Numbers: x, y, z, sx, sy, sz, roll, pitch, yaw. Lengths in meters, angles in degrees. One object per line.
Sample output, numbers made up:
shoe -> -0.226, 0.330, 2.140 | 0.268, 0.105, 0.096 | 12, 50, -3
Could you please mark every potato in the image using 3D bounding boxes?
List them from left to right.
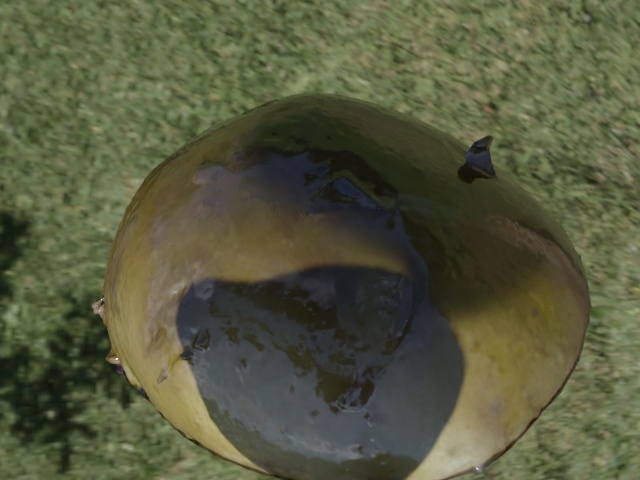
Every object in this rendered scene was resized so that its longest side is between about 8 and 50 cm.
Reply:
potato -> 0.000, 0.000, 0.836 | 0.299, 0.116, 0.239 | 26, 59, 36
